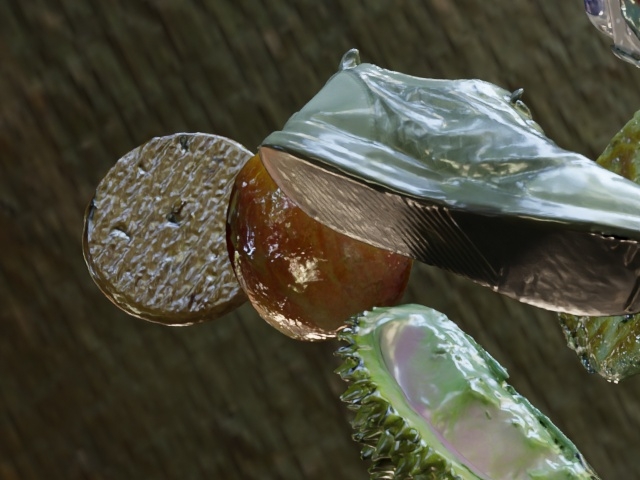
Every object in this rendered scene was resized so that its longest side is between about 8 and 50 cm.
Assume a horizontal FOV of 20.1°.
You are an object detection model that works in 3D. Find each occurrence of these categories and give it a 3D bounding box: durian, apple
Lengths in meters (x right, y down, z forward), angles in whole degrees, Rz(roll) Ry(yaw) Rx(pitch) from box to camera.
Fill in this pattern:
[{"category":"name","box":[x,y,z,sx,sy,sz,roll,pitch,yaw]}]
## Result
[{"category":"durian","box":[0.082,0.132,1.061,0.137,0.220,0.095,-15,-47,-46]},{"category":"apple","box":[0.000,0.000,1.573,0.160,0.173,0.195,-9,0,-14]}]

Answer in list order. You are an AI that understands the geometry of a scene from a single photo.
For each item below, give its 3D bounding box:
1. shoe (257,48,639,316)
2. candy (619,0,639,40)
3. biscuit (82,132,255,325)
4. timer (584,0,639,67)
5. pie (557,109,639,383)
[{"category":"shoe","box":[0.098,-0.038,1.052,0.098,0.274,0.103,-60,-25,-19]},{"category":"candy","box":[0.131,-0.143,0.597,0.059,0.292,0.086,-10,9,-22]},{"category":"biscuit","box":[-0.135,-0.011,1.811,0.212,0.212,0.036,-26,-22,-8]},{"category":"timer","box":[0.295,-0.160,1.267,0.078,0.253,0.178,-57,-25,-15]},{"category":"pie","box":[0.303,-0.009,1.635,0.302,0.066,0.302,-56,20,32]}]
